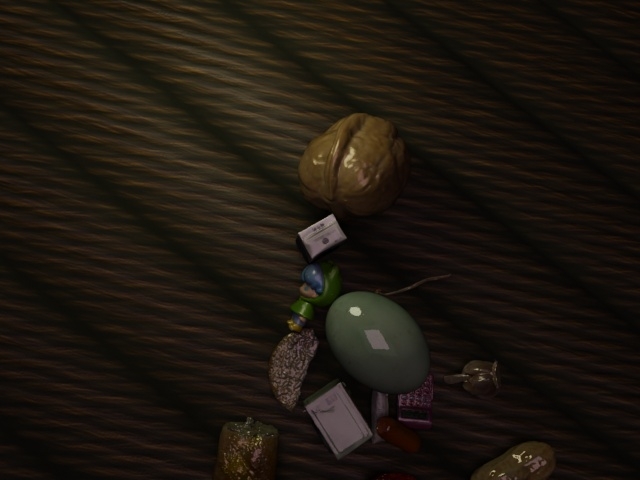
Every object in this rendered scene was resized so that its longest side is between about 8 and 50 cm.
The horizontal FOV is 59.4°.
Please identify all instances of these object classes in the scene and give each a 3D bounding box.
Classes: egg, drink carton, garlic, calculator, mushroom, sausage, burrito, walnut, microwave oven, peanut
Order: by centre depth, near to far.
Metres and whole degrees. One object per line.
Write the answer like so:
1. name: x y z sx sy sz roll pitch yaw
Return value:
1. egg: 0.186 0.330 1.814 0.389 0.276 0.276 45 82 0
2. microwave oven: 0.056 0.582 1.848 0.163 0.129 0.205 -31 86 -5
3. walnut: 0.114 -0.237 1.850 0.381 0.381 0.381 1 83 -4
4. sausage: 0.262 0.644 1.856 0.197 0.076 0.076 38 81 -28
5. peanut: 0.645 0.775 1.864 0.313 0.152 0.152 -25 85 -9
6. drink carton: -0.001 0.000 1.867 0.134 0.222 0.101 -28 86 -7
7. burrito: 0.201 0.585 1.894 0.064 0.064 0.203 1 85 -4
8. garlic: 0.523 0.478 1.915 0.194 0.127 0.131 -17 64 19
9. calculator: 0.324 0.544 1.923 0.127 0.034 0.190 6 77 -3
10. mushroom: 0.326 0.158 1.978 0.286 0.028 0.026 -11 42 -7

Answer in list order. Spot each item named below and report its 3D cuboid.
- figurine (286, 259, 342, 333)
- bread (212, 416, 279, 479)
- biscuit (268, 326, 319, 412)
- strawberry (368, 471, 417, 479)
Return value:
1. figurine: -0.023 0.184 1.881 0.143 0.162 0.263 30 92 -10
2. bread: -0.236 0.692 1.787 0.196 0.176 0.246 9 82 -5
3. biscuit: -0.104 0.419 1.900 0.141 0.038 0.289 21 80 -1
4. strawberry: 0.263 0.878 1.770 0.288 0.238 0.250 21 84 2
